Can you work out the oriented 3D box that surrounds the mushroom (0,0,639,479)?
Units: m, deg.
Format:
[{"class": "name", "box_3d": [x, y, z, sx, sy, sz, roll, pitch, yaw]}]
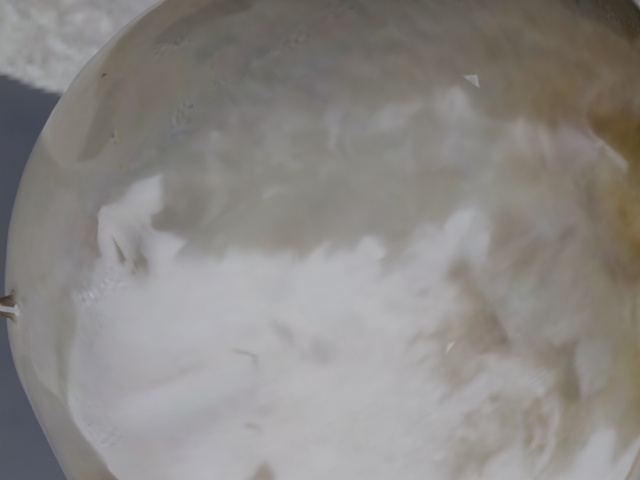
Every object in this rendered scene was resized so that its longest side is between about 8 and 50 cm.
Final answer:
[{"class": "mushroom", "box_3d": [0.000, 0.000, 0.713, 0.292, 0.290, 0.292, -12, 115, -27]}]
